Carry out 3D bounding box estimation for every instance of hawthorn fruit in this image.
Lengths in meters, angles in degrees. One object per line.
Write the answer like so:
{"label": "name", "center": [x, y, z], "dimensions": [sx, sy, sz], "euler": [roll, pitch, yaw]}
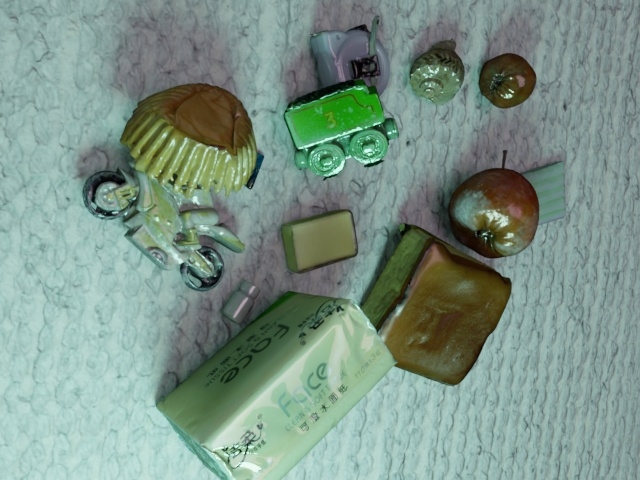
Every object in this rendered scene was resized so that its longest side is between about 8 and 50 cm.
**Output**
{"label": "hawthorn fruit", "center": [0.505, -0.437, 1.839], "dimensions": [0.149, 0.149, 0.189], "euler": [59, 43, -21]}
{"label": "hawthorn fruit", "center": [0.465, -0.072, 1.786], "dimensions": [0.263, 0.231, 0.234], "euler": [-20, 115, -24]}

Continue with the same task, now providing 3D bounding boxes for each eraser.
{"label": "eraser", "center": [0.000, 0.000, 1.610], "dimensions": [0.172, 0.058, 0.117], "euler": [-16, 103, -29]}

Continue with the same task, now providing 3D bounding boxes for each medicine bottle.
{"label": "medicine bottle", "center": [-0.174, 0.137, 1.519], "dimensions": [0.052, 0.052, 0.089], "euler": [40, 74, -28]}

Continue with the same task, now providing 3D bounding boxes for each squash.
{"label": "squash", "center": [0.281, 0.016, 1.777], "dimensions": [0.252, 0.066, 0.066], "euler": [29, 79, -30]}

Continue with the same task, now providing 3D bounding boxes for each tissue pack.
{"label": "tissue pack", "center": [-0.099, 0.298, 1.420], "dimensions": [0.405, 0.332, 0.205], "euler": [-42, 110, -21]}
{"label": "tissue pack", "center": [-0.188, -0.179, 1.500], "dimensions": [0.138, 0.028, 0.085], "euler": [30, 78, -33]}

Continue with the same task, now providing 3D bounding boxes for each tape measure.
{"label": "tape measure", "center": [0.080, -0.405, 1.596], "dimensions": [0.178, 0.105, 0.196], "euler": [-27, 106, -27]}

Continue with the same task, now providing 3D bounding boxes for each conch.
{"label": "conch", "center": [0.302, -0.426, 1.750], "dimensions": [0.155, 0.130, 0.207], "euler": [77, 29, -50]}

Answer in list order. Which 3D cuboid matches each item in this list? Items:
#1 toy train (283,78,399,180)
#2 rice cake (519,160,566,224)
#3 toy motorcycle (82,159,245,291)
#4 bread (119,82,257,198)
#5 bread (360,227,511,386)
{"label": "toy train", "center": [0.044, -0.250, 1.531], "dimensions": [0.243, 0.132, 0.188], "euler": [-16, 112, 10]}
{"label": "rice cake", "center": [0.640, -0.130, 2.000], "dimensions": [0.198, 0.037, 0.189], "euler": [-9, 98, -31]}
{"label": "toy motorcycle", "center": [-0.296, -0.057, 1.400], "dimensions": [0.341, 0.108, 0.222], "euler": [45, 69, -25]}
{"label": "bread", "center": [-0.238, -0.205, 1.336], "dimensions": [0.274, 0.274, 0.149], "euler": [10, 133, -32]}
{"label": "bread", "center": [0.281, 0.171, 1.715], "dimensions": [0.333, 0.143, 0.323], "euler": [24, 98, -30]}
